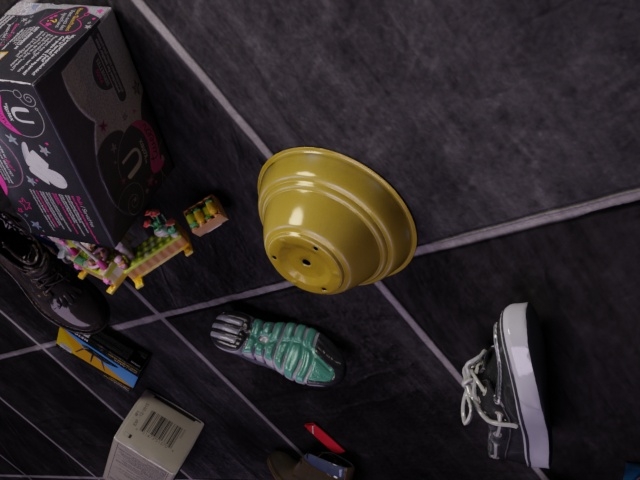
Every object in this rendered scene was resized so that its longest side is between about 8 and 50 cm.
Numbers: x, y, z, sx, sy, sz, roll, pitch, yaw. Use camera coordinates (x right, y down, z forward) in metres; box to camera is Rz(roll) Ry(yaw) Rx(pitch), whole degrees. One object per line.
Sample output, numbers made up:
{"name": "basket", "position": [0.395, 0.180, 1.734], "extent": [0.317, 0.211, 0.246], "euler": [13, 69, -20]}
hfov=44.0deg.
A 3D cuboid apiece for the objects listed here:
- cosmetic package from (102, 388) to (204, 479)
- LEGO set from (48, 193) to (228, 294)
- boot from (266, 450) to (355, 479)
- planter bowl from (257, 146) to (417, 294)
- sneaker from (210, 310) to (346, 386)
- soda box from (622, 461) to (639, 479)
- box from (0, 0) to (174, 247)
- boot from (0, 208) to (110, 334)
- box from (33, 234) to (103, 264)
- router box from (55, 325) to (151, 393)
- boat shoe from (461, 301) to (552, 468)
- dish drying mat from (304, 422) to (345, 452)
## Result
{"name": "cosmetic package", "position": [-0.365, 0.457, 1.714], "extent": [0.153, 0.129, 0.296], "euler": [31, 143, -1]}
{"name": "LEGO set", "position": [-0.273, -0.012, 1.067], "extent": [0.286, 0.132, 0.107], "euler": [-7, 141, 31]}
{"name": "boot", "position": [-0.014, 0.426, 1.489], "extent": [0.082, 0.106, 0.219], "euler": [7, -166, -45]}
{"name": "planter bowl", "position": [0.000, 0.000, 0.956], "extent": [0.217, 0.090, 0.217], "euler": [19, 141, 16]}
{"name": "sneaker", "position": [-0.055, 0.168, 1.223], "extent": [0.223, 0.083, 0.098], "euler": [19, 165, 20]}
{"name": "soda box", "position": [0.475, 0.397, 1.089], "extent": [0.071, 0.067, 0.210], "euler": [-4, 131, 38]}
{"name": "box", "position": [-0.300, -0.137, 0.953], "extent": [0.142, 0.163, 0.247], "euler": [11, 139, 21]}
{"name": "boot", "position": [-0.426, 0.046, 1.195], "extent": [0.263, 0.091, 0.229], "euler": [42, 164, -8]}
{"name": "box", "position": [-0.405, -0.041, 1.247], "extent": [0.136, 0.036, 0.225], "euler": [22, 141, 14]}
{"name": "router box", "position": [-0.424, 0.215, 1.545], "extent": [0.178, 0.046, 0.133], "euler": [33, 144, -1]}
{"name": "boat shoe", "position": [0.229, 0.186, 0.988], "extent": [0.104, 0.113, 0.306], "euler": [-2, 143, 18]}
{"name": "dish drying mat", "position": [0.008, 0.358, 1.431], "extent": [0.083, 0.008, 0.032], "euler": [46, 140, -18]}
